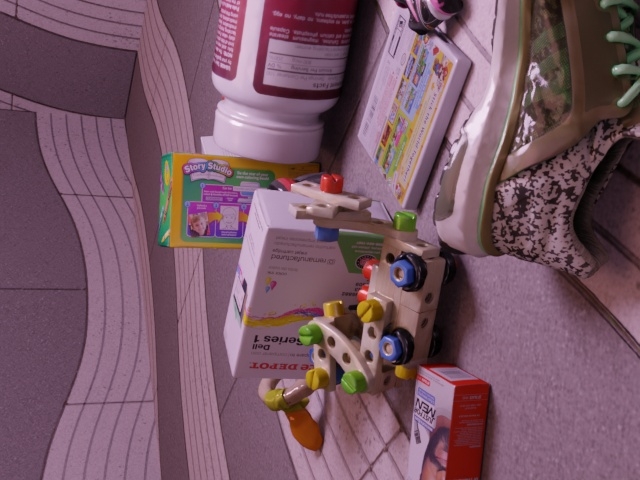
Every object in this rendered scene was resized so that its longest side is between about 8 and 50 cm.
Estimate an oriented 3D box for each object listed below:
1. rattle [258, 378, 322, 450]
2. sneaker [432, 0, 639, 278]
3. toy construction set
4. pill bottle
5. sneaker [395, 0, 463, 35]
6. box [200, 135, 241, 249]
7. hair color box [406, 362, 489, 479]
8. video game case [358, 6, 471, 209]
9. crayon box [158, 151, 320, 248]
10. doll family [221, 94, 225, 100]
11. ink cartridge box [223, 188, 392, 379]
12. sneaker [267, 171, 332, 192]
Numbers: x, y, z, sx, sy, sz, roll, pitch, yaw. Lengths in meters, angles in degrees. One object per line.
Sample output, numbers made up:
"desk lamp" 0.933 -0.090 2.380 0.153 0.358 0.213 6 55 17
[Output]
"rattle" -0.031 0.258 1.501 0.130 0.143 0.199 -46 19 14
"sneaker" 0.252 -0.147 0.744 0.182 0.158 0.410 27 116 32
"toy construction set" 0.059 0.067 1.088 0.215 0.151 0.327 26 130 45
"pill bottle" -0.059 -0.340 1.364 0.224 0.224 0.392 -129 46 -59
"sneaker" 0.122 -0.348 1.088 0.077 0.072 0.178 -41 48 42
"box" -0.186 -0.107 1.766 0.181 0.119 0.180 -112 21 -45
"hair color box" 0.153 0.243 1.003 0.093 0.053 0.167 -161 73 -67
"video game case" 0.124 -0.192 1.155 0.206 0.026 0.226 -115 35 -49
"crayon box" -0.143 -0.066 1.474 0.081 0.279 0.165 -177 89 -68
"doll family" -0.101 -0.226 1.649 0.263 0.118 0.163 53 133 32
"ink cartridge box" -0.021 0.075 1.248 0.117 0.202 0.278 -111 31 -54
"sneaker" 0.000 0.000 1.360 0.097 0.135 0.276 45 154 46
